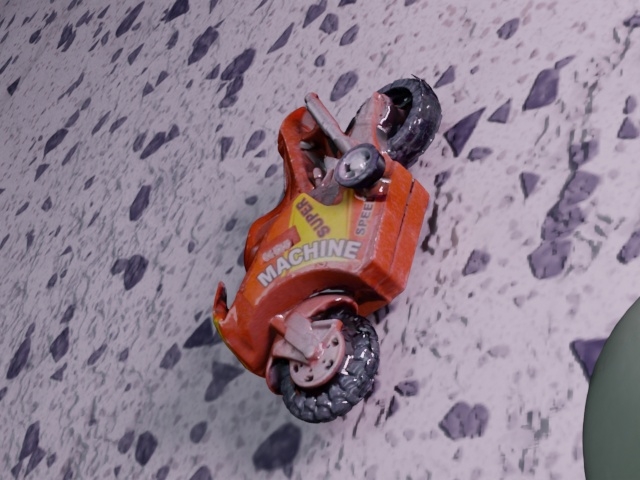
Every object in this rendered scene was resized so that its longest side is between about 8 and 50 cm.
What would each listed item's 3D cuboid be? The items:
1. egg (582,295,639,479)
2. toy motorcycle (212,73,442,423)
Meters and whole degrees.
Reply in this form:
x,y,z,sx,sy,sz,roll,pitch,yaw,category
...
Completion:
x,y,z,sx,sy,sz,roll,pitch,yaw,category
0.210,0.092,0.336,0.203,0.203,0.283,-56,37,-5,egg
0.002,0.000,0.790,0.171,0.089,0.298,-17,46,44,toy motorcycle
